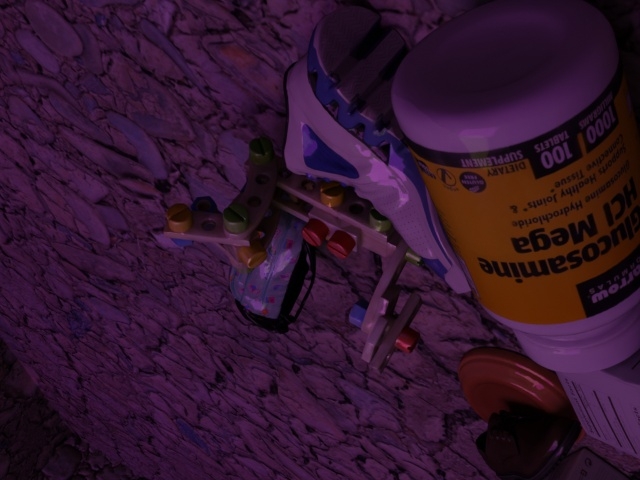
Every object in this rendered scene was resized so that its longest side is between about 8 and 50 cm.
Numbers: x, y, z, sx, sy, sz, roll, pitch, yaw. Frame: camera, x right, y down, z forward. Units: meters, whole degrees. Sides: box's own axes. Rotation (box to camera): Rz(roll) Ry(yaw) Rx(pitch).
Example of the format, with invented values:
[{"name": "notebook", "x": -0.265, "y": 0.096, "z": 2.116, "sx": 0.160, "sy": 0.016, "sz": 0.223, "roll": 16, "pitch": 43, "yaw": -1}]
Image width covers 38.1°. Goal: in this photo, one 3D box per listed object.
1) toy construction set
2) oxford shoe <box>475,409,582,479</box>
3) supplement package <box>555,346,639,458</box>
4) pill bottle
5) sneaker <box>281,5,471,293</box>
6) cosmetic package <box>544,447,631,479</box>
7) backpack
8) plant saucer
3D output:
[{"name": "toy construction set", "x": 0.000, "y": 0.000, "z": 1.100, "sx": 0.328, "sy": 0.215, "sz": 0.151, "roll": 35, "pitch": 152, "yaw": 5}, {"name": "oxford shoe", "x": 0.271, "y": 0.274, "z": 1.258, "sx": 0.096, "sy": 0.083, "sz": 0.227, "roll": 42, "pitch": 151, "yaw": 2}, {"name": "supplement package", "x": 0.369, "y": 0.143, "z": 0.909, "sx": 0.244, "sy": 0.139, "sz": 0.133, "roll": 19, "pitch": 144, "yaw": 59}, {"name": "pill bottle", "x": 0.204, "y": -0.036, "z": 0.843, "sx": 0.188, "sy": 0.188, "sz": 0.334, "roll": 10, "pitch": 142, "yaw": 41}, {"name": "sneaker", "x": 0.066, "y": -0.092, "z": 1.006, "sx": 0.315, "sy": 0.127, "sz": 0.182, "roll": 53, "pitch": 153, "yaw": -12}, {"name": "cosmetic package", "x": 0.437, "y": 0.411, "z": 1.347, "sx": 0.231, "sy": 0.085, "sz": 0.117, "roll": 36, "pitch": 152, "yaw": 7}, {"name": "backpack", "x": -0.063, "y": 0.018, "z": 1.272, "sx": 0.115, "sy": 0.152, "sz": 0.182, "roll": 12, "pitch": 136, "yaw": -5}, {"name": "plant saucer", "x": 0.279, "y": 0.230, "z": 1.308, "sx": 0.200, "sy": 0.037, "sz": 0.200, "roll": 27, "pitch": 150, "yaw": 18}]
